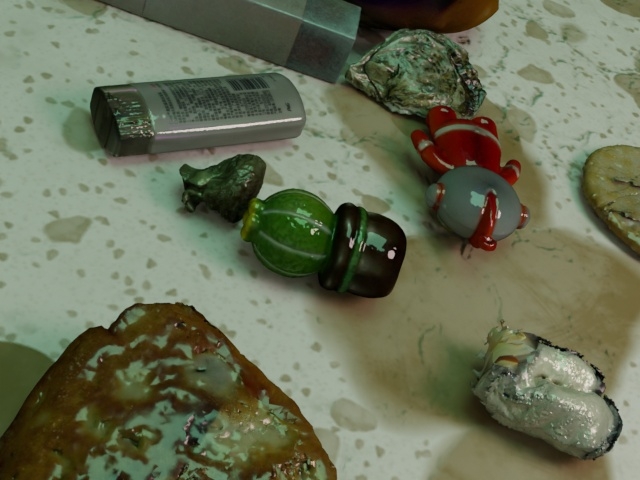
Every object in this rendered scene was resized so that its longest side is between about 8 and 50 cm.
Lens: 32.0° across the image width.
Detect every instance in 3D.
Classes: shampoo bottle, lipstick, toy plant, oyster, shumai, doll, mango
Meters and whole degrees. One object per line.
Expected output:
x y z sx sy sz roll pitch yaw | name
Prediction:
-0.130 -0.139 1.215 0.227 0.056 0.086 -10 53 -32 | shampoo bottle
-0.138 -0.296 1.345 0.371 0.080 0.076 18 45 -7 | lipstick
0.000 0.000 1.119 0.162 0.093 0.093 18 44 -8 | toy plant
0.124 -0.203 1.395 0.177 0.064 0.125 30 58 -11 | oyster
-0.104 -0.063 1.147 0.080 0.082 0.083 29 20 5 | shumai
0.175 -0.068 1.278 0.142 0.076 0.245 12 42 -13 | doll
0.122 -0.348 1.461 0.287 0.153 0.201 -20 62 -35 | mango

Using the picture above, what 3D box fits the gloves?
0.224 0.150 1.096 0.153 0.070 0.114 27 37 0 | gloves

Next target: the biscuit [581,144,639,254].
0.426 -0.042 1.397 0.219 0.033 0.220 14 45 -14 | biscuit

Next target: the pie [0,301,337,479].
-0.118 0.198 0.882 0.308 0.085 0.308 11 50 -13 | pie
